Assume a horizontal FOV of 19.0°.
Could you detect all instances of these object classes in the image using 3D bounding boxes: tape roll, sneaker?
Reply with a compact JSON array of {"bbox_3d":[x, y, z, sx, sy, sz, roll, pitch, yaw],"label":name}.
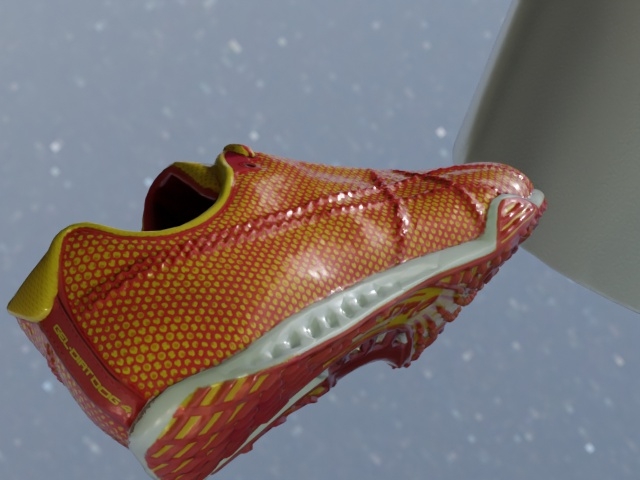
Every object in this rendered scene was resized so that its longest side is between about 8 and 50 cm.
[{"bbox_3d":[0.211,-0.077,1.003,0.246,0.246,0.169,-100,-153,-61],"label":"tape roll"},{"bbox_3d":[0.000,0.000,0.452,0.064,0.067,0.175,-50,163,28],"label":"sneaker"}]
